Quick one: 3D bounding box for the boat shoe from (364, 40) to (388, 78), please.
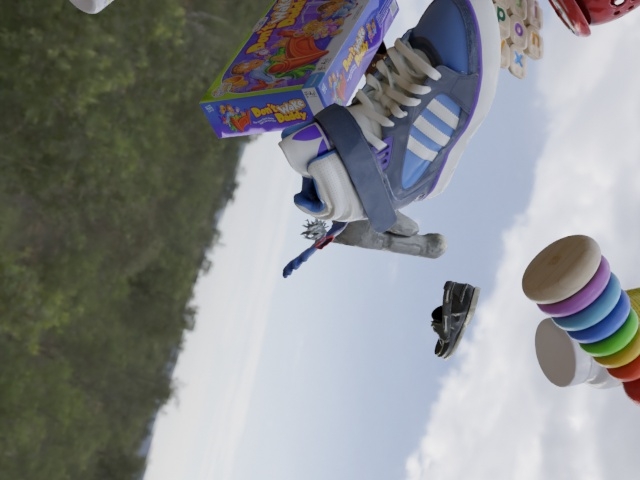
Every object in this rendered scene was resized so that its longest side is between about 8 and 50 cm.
[{"bbox_3d":[0.134,-0.417,2.201,0.073,0.073,0.207,-35,-107,34],"label":"boat shoe"}]

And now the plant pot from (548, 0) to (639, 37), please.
[{"bbox_3d":[0.556,-0.529,1.935,0.174,0.191,0.191,-33,-161,13],"label":"plant pot"}]

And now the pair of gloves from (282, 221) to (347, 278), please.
[{"bbox_3d":[0.000,0.000,1.817,0.198,0.023,0.159,-38,-176,37],"label":"pair of gloves"}]

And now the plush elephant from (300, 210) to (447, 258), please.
[{"bbox_3d":[0.109,-0.111,2.181,0.272,0.330,0.255,11,-87,55],"label":"plush elephant"}]

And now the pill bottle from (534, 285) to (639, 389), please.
[{"bbox_3d":[0.614,0.195,1.918,0.188,0.334,0.188,171,-90,-70],"label":"pill bottle"}]

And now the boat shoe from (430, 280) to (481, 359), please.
[{"bbox_3d":[0.263,0.162,1.930,0.233,0.079,0.084,101,4,-51],"label":"boat shoe"}]

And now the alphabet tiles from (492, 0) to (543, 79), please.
[{"bbox_3d":[0.365,-0.477,1.938,0.021,0.284,0.278,-17,-117,47],"label":"alphabet tiles"}]

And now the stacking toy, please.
[{"bbox_3d":[0.477,0.147,1.544,0.141,0.330,0.141,-38,-161,15],"label":"stacking toy"}]

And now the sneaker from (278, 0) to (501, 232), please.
[{"bbox_3d":[0.069,-0.152,1.144,0.130,0.236,0.323,55,-34,36],"label":"sneaker"}]

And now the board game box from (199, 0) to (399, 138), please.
[{"bbox_3d":[-0.029,-0.322,1.633,0.078,0.233,0.347,63,38,-36],"label":"board game box"}]

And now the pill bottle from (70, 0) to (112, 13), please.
[{"bbox_3d":[-0.423,-0.565,1.919,0.215,0.117,0.117,-48,176,-27],"label":"pill bottle"}]
